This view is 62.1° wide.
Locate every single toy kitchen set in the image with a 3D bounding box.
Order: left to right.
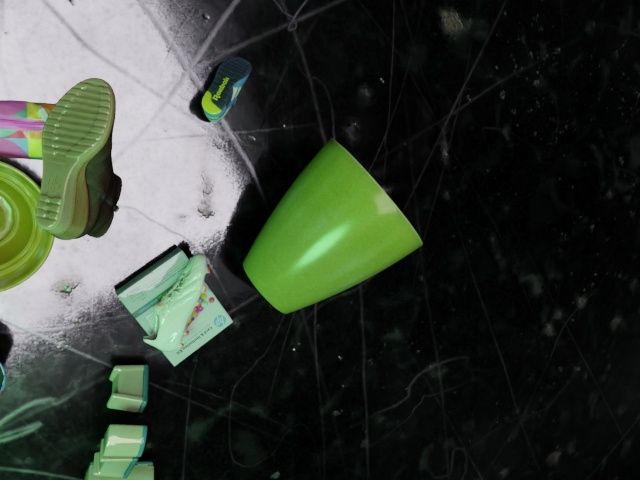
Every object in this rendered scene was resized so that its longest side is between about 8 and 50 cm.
[{"bbox_3d":[-0.367,0.367,1.030,0.122,0.166,0.207,14,130,-28],"label":"toy kitchen set"}]

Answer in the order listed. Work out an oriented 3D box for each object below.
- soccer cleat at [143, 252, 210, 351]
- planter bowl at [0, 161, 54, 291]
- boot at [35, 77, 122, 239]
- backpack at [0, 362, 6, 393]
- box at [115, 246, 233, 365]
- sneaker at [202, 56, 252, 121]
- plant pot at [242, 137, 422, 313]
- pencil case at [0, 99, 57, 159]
[{"bbox_3d":[-0.265,0.113,0.985,0.076,0.068,0.197,20,93,-26],"label":"soccer cleat"},{"bbox_3d":[-0.542,-0.029,0.842,0.217,0.090,0.218,-8,108,-26],"label":"planter bowl"},{"bbox_3d":[-0.370,-0.121,0.860,0.090,0.207,0.249,19,89,-2],"label":"boot"},{"bbox_3d":[-0.602,0.233,0.851,0.158,0.117,0.173,35,84,-28],"label":"backpack"},{"bbox_3d":[-0.282,0.130,1.038,0.145,0.038,0.186,-36,115,-16],"label":"box"},{"bbox_3d":[-0.178,-0.285,1.002,0.053,0.059,0.144,28,69,2],"label":"sneaker"},{"bbox_3d":[0.000,0.000,1.047,0.293,0.275,0.275,-41,116,3],"label":"plant pot"},{"bbox_3d":[-0.509,-0.176,0.828,0.236,0.104,0.105,-4,102,-25],"label":"pencil case"}]
